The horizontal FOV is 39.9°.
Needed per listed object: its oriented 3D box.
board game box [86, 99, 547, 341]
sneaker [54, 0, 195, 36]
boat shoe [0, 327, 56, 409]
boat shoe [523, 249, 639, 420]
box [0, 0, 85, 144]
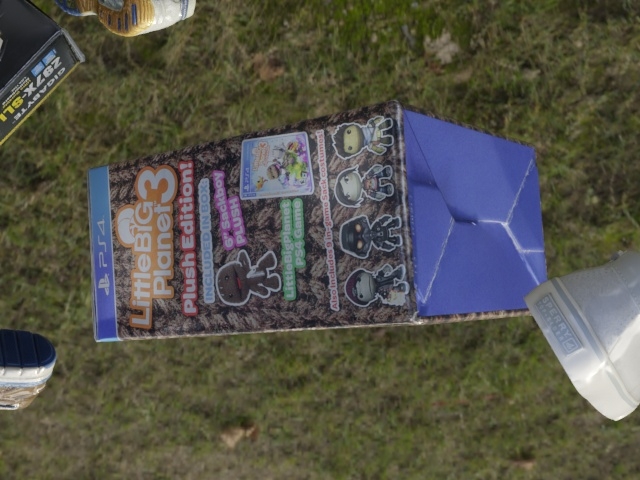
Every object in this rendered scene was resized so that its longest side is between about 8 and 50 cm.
[{"bbox_3d":[0.000,0.000,0.705,0.291,0.141,0.232,-7,174,35],"label":"board game box"},{"bbox_3d":[-0.313,-0.392,1.350,0.131,0.296,0.111,-22,139,-41],"label":"sneaker"},{"bbox_3d":[-0.295,0.102,0.655,0.183,0.066,0.066,11,117,-27],"label":"boat shoe"},{"bbox_3d":[0.149,0.042,0.434,0.063,0.066,0.184,-31,151,14],"label":"boat shoe"},{"bbox_3d":[-0.365,-0.097,0.578,0.257,0.079,0.322,40,81,0],"label":"box"}]
